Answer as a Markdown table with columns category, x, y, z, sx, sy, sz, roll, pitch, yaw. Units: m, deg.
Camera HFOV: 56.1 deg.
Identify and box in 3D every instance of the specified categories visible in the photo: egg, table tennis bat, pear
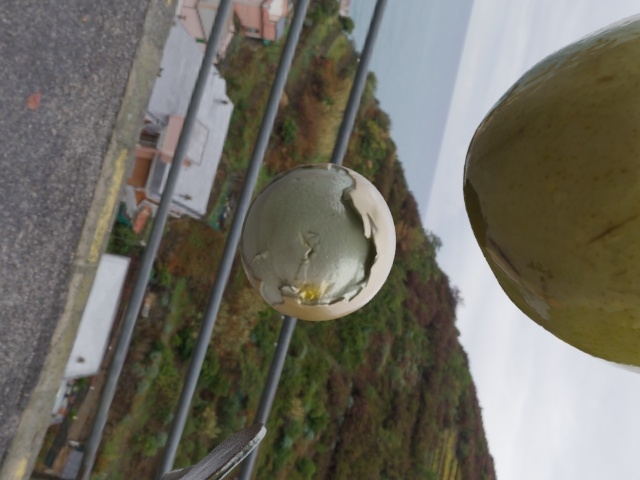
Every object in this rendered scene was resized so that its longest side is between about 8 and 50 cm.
| category | x | y | z | sx | sy | sz | roll | pitch | yaw |
| --- | --- | --- | --- | --- | --- | --- | --- | --- | --- |
| egg | 0.000 | 0.000 | 0.793 | 0.244 | 0.201 | 0.201 | -21 | 123 | -79 |
| table tennis bat | -0.135 | 0.257 | 0.661 | 0.138 | 0.022 | 0.246 | -35 | 176 | -35 |
| pear | 0.276 | -0.038 | 0.505 | 0.309 | 0.309 | 0.309 | 13 | 90 | -80 |
